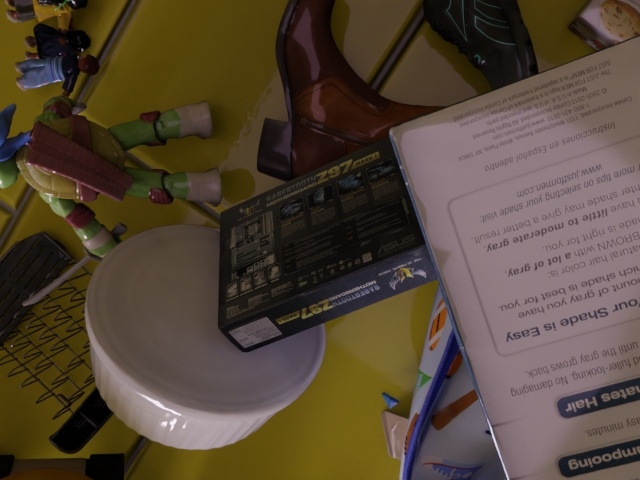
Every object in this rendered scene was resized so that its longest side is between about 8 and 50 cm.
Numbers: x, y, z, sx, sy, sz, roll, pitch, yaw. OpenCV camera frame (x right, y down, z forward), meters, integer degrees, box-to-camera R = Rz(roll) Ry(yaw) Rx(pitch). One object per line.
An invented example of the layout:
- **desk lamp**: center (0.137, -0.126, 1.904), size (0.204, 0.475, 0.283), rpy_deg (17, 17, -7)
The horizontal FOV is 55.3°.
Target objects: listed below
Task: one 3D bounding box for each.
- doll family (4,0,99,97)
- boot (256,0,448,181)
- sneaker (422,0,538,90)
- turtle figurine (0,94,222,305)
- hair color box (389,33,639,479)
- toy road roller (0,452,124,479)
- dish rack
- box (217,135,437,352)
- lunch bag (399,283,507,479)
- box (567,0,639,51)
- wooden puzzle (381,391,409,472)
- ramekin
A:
- **doll family**: center (-0.345, -0.278, 0.802), size (0.111, 0.076, 0.193), rpy_deg (-5, 101, 5)
- **boot**: center (0.081, -0.170, 0.730), size (0.281, 0.096, 0.264), rpy_deg (13, 98, 7)
- **sneaker**: center (0.184, -0.254, 0.714), size (0.106, 0.101, 0.267), rpy_deg (-17, 85, 21)
- **turtle figurine**: center (-0.272, -0.087, 0.776), size (0.266, 0.274, 0.197), rpy_deg (-8, 54, -18)
- **hair color box**: center (0.184, 0.064, 0.407), size (0.174, 0.105, 0.347), rpy_deg (-19, 89, 11)
- **toy road roller**: center (-0.366, 0.443, 0.773), size (0.203, 0.240, 0.329), rpy_deg (7, 103, -19)
- **dish rack**: center (-0.366, 0.131, 0.848), size (0.271, 0.074, 0.208), rpy_deg (43, 100, 3)
- **box**: center (0.000, 0.000, 0.667), size (0.233, 0.183, 0.059), rpy_deg (-23, 133, 13)
- **lunch bag**: center (0.216, 0.122, 0.627), size (0.239, 0.328, 0.385), rpy_deg (26, 99, 10)
- **box**: center (0.429, -0.171, 0.689), size (0.324, 0.063, 0.067), rpy_deg (41, 102, 3)
- **wooden puzzle**: center (0.112, 0.260, 0.798), size (0.014, 0.079, 0.116), rpy_deg (-15, 103, -33)
- **ramekin**: center (-0.140, 0.117, 0.721), size (0.273, 0.273, 0.127), rpy_deg (32, 128, 4)
